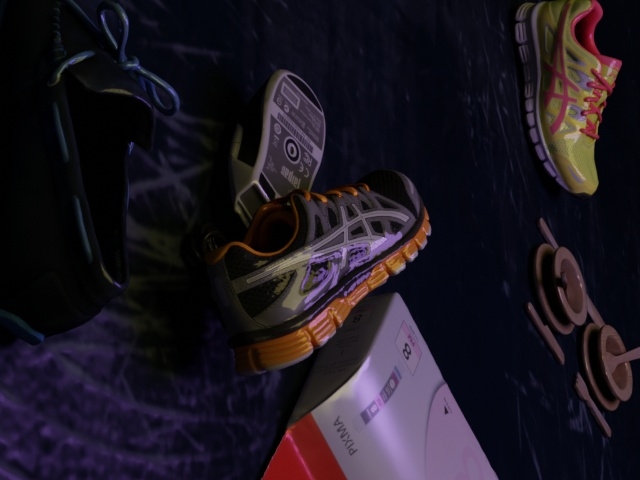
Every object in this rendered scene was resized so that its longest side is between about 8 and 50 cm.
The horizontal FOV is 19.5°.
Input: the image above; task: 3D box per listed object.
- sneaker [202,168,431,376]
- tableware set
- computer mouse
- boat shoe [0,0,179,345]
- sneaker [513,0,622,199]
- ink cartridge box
[{"bbox_3d":[0.000,0.000,1.179,0.083,0.084,0.215,60,37,-13],"label":"sneaker"},{"bbox_3d":[0.255,0.079,1.747,0.194,0.039,0.128,55,32,-32],"label":"tableware set"},{"bbox_3d":[-0.039,-0.029,1.244,0.106,0.042,0.193,45,44,-37],"label":"computer mouse"},{"bbox_3d":[-0.125,-0.062,1.039,0.109,0.089,0.258,35,45,-52],"label":"boat shoe"},{"bbox_3d":[0.249,-0.144,1.803,0.081,0.094,0.208,14,65,-62],"label":"sneaker"},{"bbox_3d":[0.045,0.174,1.276,0.189,0.066,0.232,62,24,-22],"label":"ink cartridge box"}]
